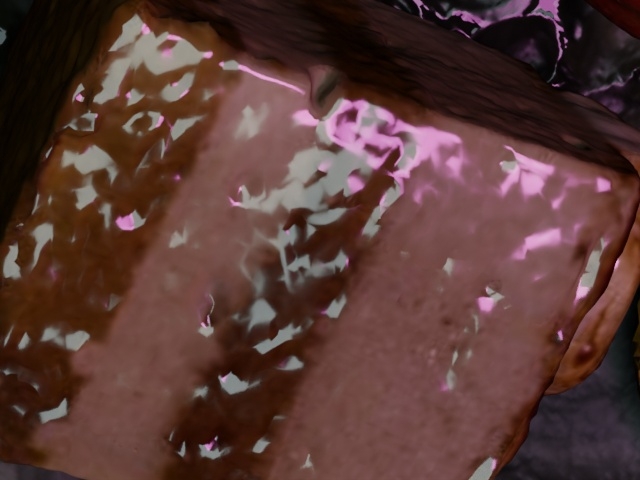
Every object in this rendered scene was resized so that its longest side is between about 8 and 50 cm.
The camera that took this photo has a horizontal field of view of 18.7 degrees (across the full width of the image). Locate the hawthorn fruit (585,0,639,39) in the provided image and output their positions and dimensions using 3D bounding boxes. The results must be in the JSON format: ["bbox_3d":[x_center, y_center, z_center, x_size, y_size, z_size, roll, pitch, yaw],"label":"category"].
[{"bbox_3d":[0.144,-0.177,0.777,0.202,0.185,0.185,30,102,-11],"label":"hawthorn fruit"}]

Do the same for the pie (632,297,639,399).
[{"bbox_3d":[0.282,0.051,0.918,0.273,0.069,0.273,-2,112,-4],"label":"pie"}]

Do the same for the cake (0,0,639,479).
[{"bbox_3d":[0.000,0.000,0.810,0.293,0.196,0.198,18,106,-18],"label":"cake"}]
